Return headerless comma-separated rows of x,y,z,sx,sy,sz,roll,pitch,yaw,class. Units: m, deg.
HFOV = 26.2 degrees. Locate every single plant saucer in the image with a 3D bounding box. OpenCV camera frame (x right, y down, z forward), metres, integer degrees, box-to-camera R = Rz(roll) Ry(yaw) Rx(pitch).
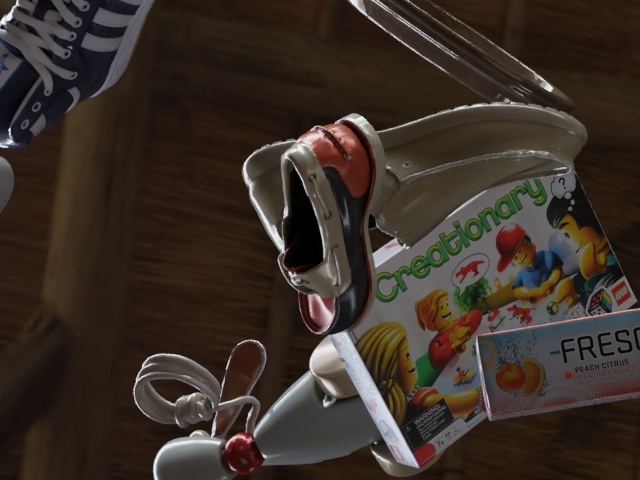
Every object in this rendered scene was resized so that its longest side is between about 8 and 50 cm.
0.129,-0.197,1.370,0.278,0.278,0.041,44,-73,35,plant saucer

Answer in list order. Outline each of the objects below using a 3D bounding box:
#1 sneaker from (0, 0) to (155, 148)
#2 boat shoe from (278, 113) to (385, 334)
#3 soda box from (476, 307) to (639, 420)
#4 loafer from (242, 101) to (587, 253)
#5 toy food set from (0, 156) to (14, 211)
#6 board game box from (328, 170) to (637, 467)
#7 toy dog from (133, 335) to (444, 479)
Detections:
-0.201,-0.176,1.030,0.099,0.153,0.282,41,-36,10,sneaker
0.000,0.000,0.650,0.049,0.043,0.137,43,-33,29,boat shoe
0.201,0.081,0.946,0.183,0.063,0.058,-9,-101,4,soda box
0.075,-0.041,1.064,0.268,0.102,0.092,-9,-102,13,loafer
-0.212,0.053,0.657,0.104,0.111,0.232,29,-107,20,toy food set
0.158,0.058,1.364,0.193,0.305,0.053,61,-22,-13,board game box
-0.023,0.176,1.507,0.333,0.161,0.220,-2,-60,14,toy dog
